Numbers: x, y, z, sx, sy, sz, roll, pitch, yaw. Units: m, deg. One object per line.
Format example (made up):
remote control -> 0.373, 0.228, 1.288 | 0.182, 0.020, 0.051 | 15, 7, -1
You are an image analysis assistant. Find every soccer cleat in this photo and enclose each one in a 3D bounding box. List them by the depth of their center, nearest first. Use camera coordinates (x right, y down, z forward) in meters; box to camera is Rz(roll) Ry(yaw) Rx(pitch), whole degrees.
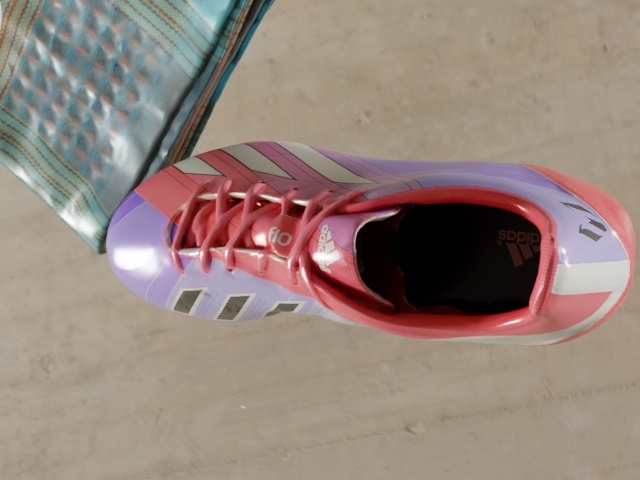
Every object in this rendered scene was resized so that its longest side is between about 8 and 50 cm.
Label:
soccer cleat -> 0.000, 0.000, 0.427 | 0.248, 0.095, 0.083 | 5, -88, 29

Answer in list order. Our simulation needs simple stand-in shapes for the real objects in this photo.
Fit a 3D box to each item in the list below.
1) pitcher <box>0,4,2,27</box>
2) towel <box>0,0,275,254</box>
pitcher -> -0.255, -0.151, 0.483 | 0.207, 0.178, 0.125 | -10, -146, -21
towel -> -0.210, -0.188, 0.666 | 0.370, 0.040, 0.271 | 39, -56, 9
